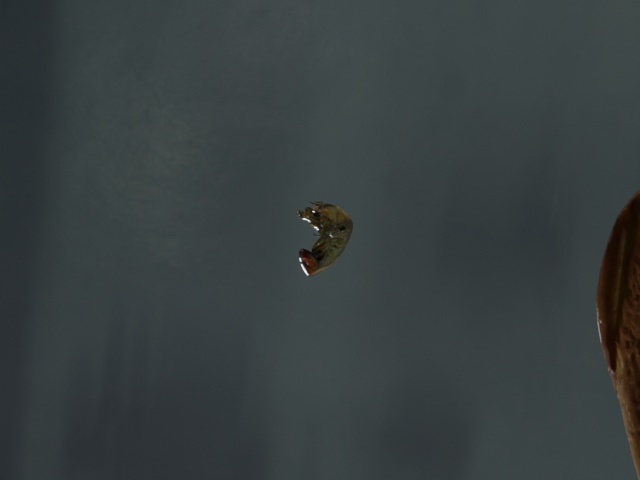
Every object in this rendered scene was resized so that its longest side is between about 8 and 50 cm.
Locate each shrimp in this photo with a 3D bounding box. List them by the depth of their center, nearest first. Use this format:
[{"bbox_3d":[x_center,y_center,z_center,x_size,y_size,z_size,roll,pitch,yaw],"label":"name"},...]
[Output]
[{"bbox_3d":[-0.006,-0.004,1.031,0.095,0.045,0.162,-50,-23,7],"label":"shrimp"}]

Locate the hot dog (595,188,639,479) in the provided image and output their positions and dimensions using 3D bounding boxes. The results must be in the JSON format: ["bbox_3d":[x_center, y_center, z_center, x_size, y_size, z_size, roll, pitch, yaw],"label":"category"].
[{"bbox_3d":[0.387,0.075,0.765,0.223,0.185,0.406,-123,33,-66],"label":"hot dog"}]
